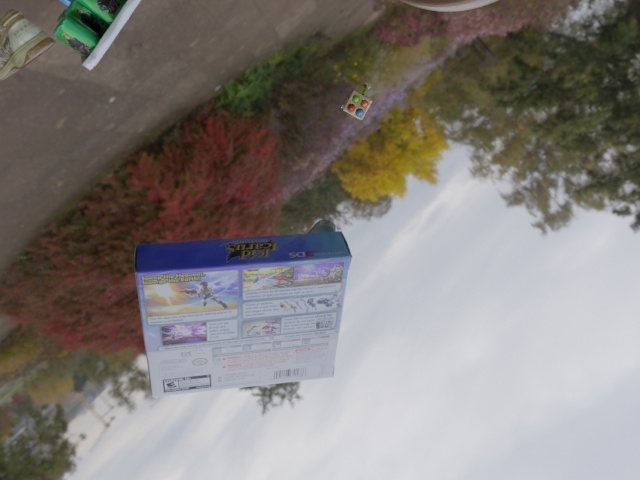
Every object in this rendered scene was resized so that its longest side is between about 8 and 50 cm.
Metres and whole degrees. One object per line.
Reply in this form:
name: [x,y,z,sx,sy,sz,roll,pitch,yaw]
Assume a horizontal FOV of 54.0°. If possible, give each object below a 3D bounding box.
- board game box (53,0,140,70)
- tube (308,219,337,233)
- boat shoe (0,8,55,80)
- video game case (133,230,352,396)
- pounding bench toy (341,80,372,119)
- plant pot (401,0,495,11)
board game box: [-0.190,-0.408,0.742,0.389,0.050,0.390,-52,-148,8]
tube: [0.000,0.000,1.198,0.080,0.052,0.207,-11,-171,8]
boat shoe: [-0.616,-0.388,1.249,0.285,0.089,0.104,0,-136,47]
video game case: [-0.105,0.104,0.865,0.061,0.270,0.244,-108,-161,-48]
pounding bench toy: [0.093,-0.336,1.486,0.083,0.052,0.065,-60,-169,14]
plant pot: [0.100,-0.317,0.516,0.237,0.237,0.110,-40,169,33]
